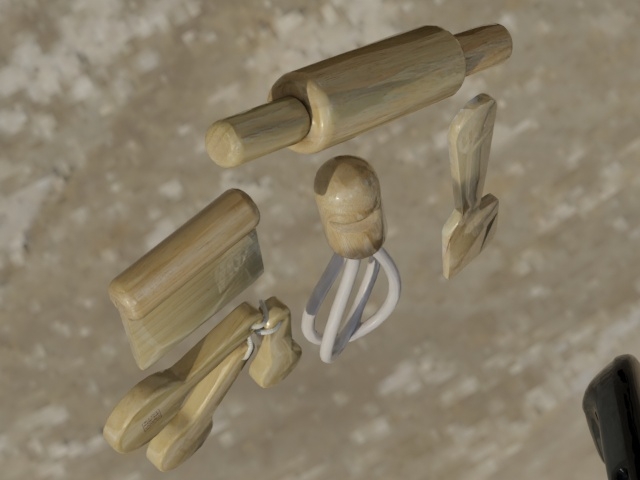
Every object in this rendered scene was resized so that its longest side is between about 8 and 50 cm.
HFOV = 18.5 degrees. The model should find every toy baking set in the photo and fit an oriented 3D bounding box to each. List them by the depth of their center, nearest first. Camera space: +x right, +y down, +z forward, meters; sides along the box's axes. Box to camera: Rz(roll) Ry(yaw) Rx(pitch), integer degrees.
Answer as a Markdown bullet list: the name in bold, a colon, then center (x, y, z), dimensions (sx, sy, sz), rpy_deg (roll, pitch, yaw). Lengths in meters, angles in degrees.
- **toy baking set**: center (0.001, -0.004, 0.766), dimensions (0.256, 0.030, 0.197), rpy_deg (-28, 152, -42)

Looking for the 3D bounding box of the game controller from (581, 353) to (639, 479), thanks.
- **game controller**: center (0.191, 0.206, 0.999), dimensions (0.067, 0.319, 0.166), rpy_deg (-13, 130, 8)
